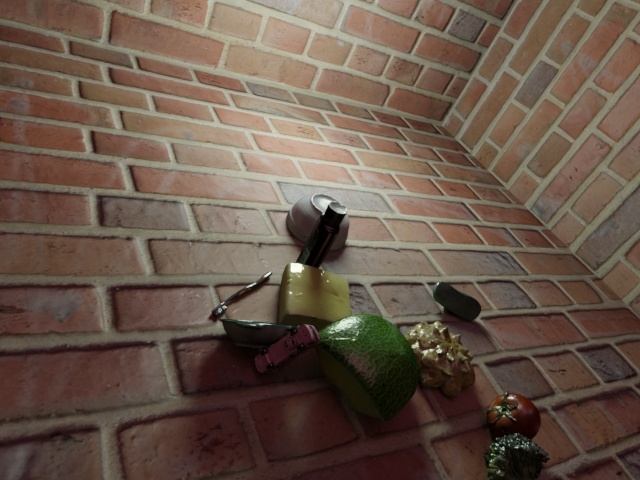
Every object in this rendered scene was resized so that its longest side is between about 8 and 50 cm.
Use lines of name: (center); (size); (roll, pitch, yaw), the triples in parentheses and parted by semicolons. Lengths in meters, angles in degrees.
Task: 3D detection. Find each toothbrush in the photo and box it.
toothbrush: (-0.260, 0.174, 1.651); (0.031, 0.023, 0.321); (41, 36, 8)

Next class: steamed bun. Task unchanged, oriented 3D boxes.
steamed bun: (0.440, 0.410, 1.730); (0.292, 0.137, 0.295); (41, 34, 14)

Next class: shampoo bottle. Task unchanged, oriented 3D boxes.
shampoo bottle: (0.000, 0.000, 1.794); (0.084, 0.322, 0.129); (15, 35, -19)

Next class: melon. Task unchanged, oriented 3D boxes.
melon: (0.170, 0.370, 1.539); (0.331, 0.226, 0.344); (38, 46, 19)

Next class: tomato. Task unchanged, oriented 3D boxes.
tomato: (0.650, 0.597, 1.618); (0.168, 0.167, 0.167); (19, 35, -13)

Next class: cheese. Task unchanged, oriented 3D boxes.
cheese: (-0.020, 0.217, 1.675); (0.243, 0.123, 0.265); (21, 35, -17)

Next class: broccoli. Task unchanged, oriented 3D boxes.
broccoli: (0.596, 0.716, 1.430); (0.199, 0.177, 0.274); (18, 47, -24)

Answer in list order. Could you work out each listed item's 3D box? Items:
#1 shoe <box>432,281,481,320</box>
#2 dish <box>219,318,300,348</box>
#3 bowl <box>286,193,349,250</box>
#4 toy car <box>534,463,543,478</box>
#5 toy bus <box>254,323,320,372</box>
shoe: (0.571, 0.257, 2.073); (0.251, 0.103, 0.100); (33, -12, -16)
dish: (-0.186, 0.284, 1.454); (0.246, 0.224, 0.078); (5, 81, -4)
bowl: (0.007, -0.101, 2.099); (0.287, 0.143, 0.286); (19, 36, -14)
toy car: (0.691, 0.738, 1.561); (0.041, 0.025, 0.093); (42, 33, 23)
toy bus: (-0.096, 0.318, 1.413); (0.090, 0.203, 0.063); (24, 34, -59)
